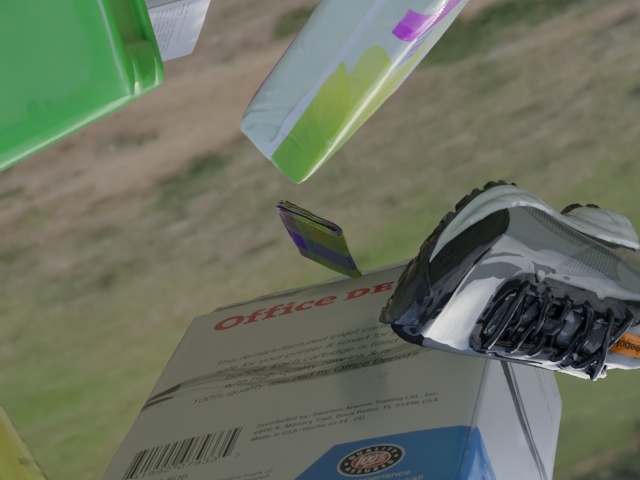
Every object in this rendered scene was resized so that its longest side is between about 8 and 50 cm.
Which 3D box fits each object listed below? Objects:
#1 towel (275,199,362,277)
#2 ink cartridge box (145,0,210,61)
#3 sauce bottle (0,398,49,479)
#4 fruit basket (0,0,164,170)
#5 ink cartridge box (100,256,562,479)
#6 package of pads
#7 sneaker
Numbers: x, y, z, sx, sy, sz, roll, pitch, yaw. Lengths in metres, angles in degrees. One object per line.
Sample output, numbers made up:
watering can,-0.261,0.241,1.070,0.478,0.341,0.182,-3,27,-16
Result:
towel,0.000,0.000,1.407,0.009,0.060,0.083,-58,154,-17
ink cartridge box,-0.146,-0.142,1.058,0.135,0.099,0.056,-19,149,-32
sauce bottle,-0.088,0.186,0.609,0.111,0.344,0.111,-33,164,-11
fruit basket,-0.271,-0.143,0.651,0.392,0.392,0.283,-23,-173,2
ink cartridge box,0.012,0.174,1.351,0.286,0.166,0.395,-13,-160,17
package of pads,0.063,-0.218,1.787,0.296,0.101,0.229,-50,178,41
sneaker,0.140,0.034,1.108,0.271,0.108,0.100,1,128,-51
